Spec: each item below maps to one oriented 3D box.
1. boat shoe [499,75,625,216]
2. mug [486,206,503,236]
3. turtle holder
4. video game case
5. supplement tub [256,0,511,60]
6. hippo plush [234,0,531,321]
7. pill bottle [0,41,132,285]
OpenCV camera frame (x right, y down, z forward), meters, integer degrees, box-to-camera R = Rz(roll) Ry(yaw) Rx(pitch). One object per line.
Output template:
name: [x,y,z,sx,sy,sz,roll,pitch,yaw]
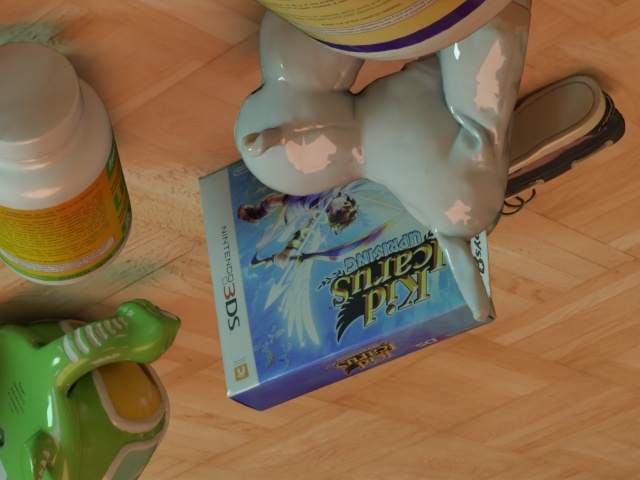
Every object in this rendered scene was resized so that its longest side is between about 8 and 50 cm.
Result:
boat shoe: [0.183,-0.078,1.723,0.254,0.095,0.079,-31,137,19]
mug: [0.107,-0.006,1.826,0.129,0.097,0.158,8,149,-32]
turtle holder: [-0.294,0.182,1.960,0.227,0.243,0.320,-7,117,-41]
video game case: [0.018,0.006,1.653,0.269,0.244,0.061,-24,150,25]
supplement tub: [-0.015,-0.276,1.085,0.241,0.241,0.331,-25,151,27]
hippo plush: [0.050,-0.104,1.495,0.236,0.294,0.234,8,-174,5]
pill bottle: [-0.248,-0.069,1.530,0.136,0.136,0.246,-9,154,-3]
